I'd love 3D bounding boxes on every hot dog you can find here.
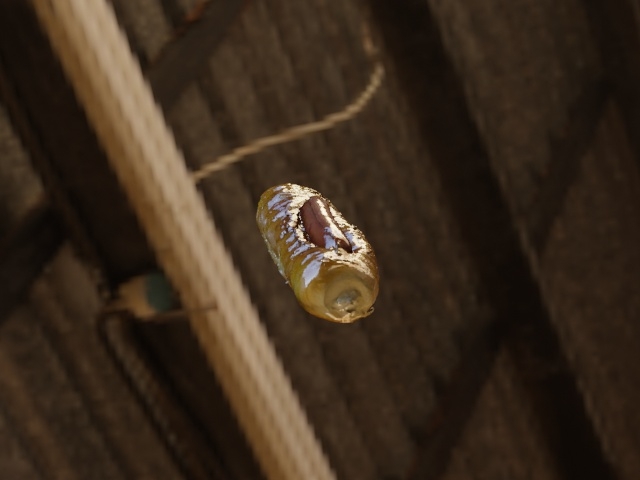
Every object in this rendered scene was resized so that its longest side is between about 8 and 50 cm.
[{"bbox_3d":[0.000,0.000,1.300,0.215,0.066,0.047,-117,36,-71],"label":"hot dog"}]
